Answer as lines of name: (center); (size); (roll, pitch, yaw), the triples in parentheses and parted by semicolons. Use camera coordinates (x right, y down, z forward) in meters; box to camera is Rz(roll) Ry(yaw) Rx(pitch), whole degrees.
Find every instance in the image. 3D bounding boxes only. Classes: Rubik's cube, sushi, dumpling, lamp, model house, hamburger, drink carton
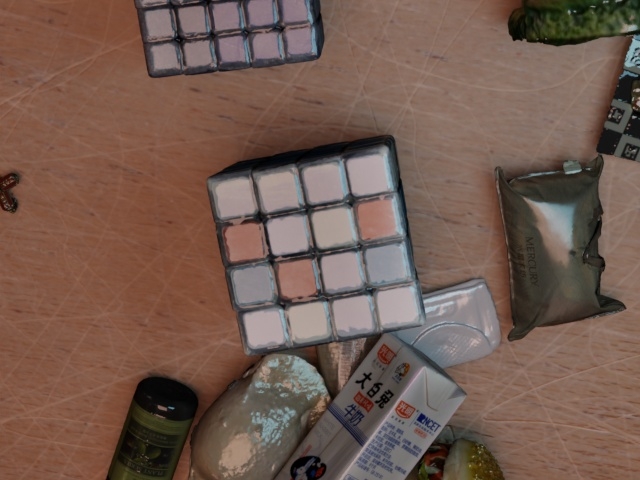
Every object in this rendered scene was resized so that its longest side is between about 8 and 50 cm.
Rubik's cube: (0.000, -0.001, 1.674); (0.259, 0.256, 0.253); (-11, 97, 5)
Rubik's cube: (-0.121, -0.355, 1.609); (0.237, 0.238, 0.237); (-9, 103, 4)
sushi: (0.520, -0.198, 1.703); (0.215, 0.050, 0.192); (13, 111, -3)
dumpling: (-0.080, 0.319, 1.814); (0.227, 0.175, 0.243); (31, 133, -4)
lamp: (-0.501, -0.079, 1.814); (0.083, 0.031, 0.063); (12, 104, 4)
model house: (0.403, -0.408, 1.552); (0.321, 0.261, 0.266); (-8, 102, 1)
hamburger: (0.211, 0.443, 1.774); (0.170, 0.302, 0.302); (-19, 103, 16)
drink carton: (0.062, 0.296, 1.725); (0.106, 0.130, 0.315); (35, 93, -34)

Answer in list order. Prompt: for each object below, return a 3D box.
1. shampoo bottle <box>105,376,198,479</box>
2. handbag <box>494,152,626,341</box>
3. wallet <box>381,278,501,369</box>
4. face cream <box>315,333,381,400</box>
shampoo bottle: (-0.280, 0.359, 1.876); (0.101, 0.101, 0.284); (20, 105, -2)
handbag: (0.351, 0.011, 1.740); (0.182, 0.117, 0.270); (-9, 105, -2)
wallet: (0.183, 0.137, 1.808); (0.183, 0.032, 0.124); (-15, 103, -3)
face cream: (0.052, 0.220, 1.837); (0.137, 0.084, 0.341); (-4, 96, 3)
